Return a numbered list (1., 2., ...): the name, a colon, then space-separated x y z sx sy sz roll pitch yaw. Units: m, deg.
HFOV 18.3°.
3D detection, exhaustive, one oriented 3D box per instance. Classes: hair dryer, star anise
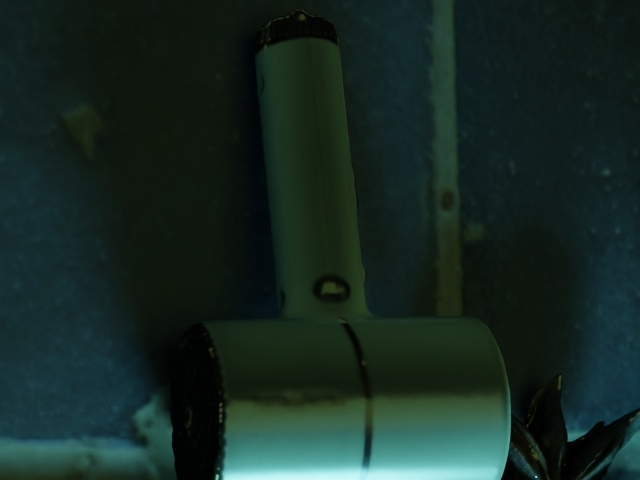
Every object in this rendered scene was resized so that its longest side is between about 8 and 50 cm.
1. hair dryer: 0.000 0.000 1.328 0.203 0.128 0.362 0 73 -18
2. star anise: 0.146 0.180 1.411 0.180 0.061 0.204 33 68 -13
